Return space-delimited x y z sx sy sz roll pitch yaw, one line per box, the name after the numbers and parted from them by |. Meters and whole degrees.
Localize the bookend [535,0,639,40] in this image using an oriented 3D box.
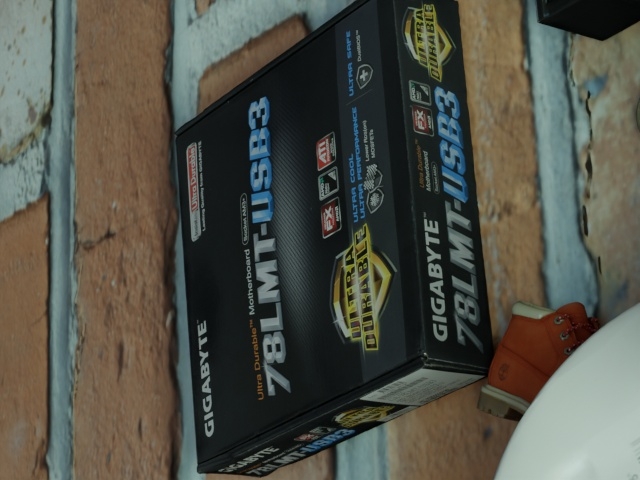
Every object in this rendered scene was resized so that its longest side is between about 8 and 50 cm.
0.153 -0.196 1.237 0.157 0.072 0.156 -27 60 49 | bookend

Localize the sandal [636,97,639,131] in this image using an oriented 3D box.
0.232 -0.136 1.129 0.072 0.049 0.180 50 121 48 | sandal

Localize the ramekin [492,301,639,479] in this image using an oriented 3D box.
0.212 0.146 0.925 0.277 0.135 0.277 -28 40 27 | ramekin

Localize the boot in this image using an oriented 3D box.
0.160 0.082 1.170 0.158 0.059 0.085 16 89 56 | boot

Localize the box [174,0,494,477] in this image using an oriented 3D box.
0.000 0.000 1.405 0.293 0.073 0.296 -28 58 47 | box
